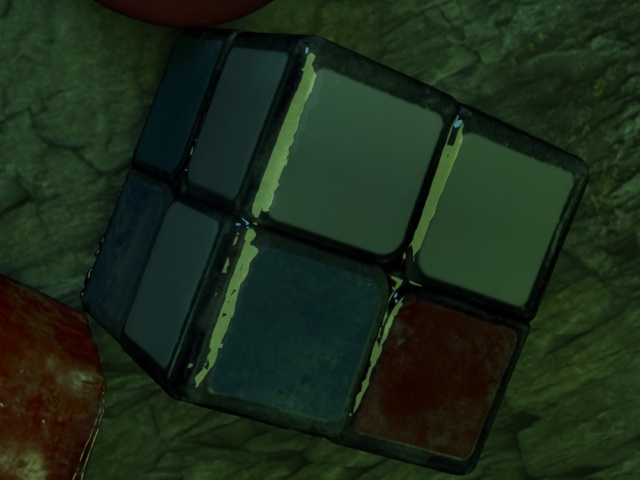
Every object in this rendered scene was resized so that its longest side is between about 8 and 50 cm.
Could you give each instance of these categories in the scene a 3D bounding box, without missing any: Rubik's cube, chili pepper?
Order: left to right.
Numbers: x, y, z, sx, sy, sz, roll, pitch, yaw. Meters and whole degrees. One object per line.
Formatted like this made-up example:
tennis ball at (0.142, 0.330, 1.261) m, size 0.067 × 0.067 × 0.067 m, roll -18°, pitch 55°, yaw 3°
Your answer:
chili pepper at (-0.366, 0.131, 1.117) m, size 0.305 × 0.229 × 0.251 m, roll 28°, pitch 73°, yaw -29°
Rubik's cube at (0.000, 0.000, 1.107) m, size 0.313 × 0.318 × 0.316 m, roll 20°, pitch 93°, yaw -28°

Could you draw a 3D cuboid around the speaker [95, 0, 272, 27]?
speaker at (-0.126, -0.332, 1.067) m, size 0.294 × 0.294 × 0.294 m, roll -2°, pitch 99°, yaw -15°
